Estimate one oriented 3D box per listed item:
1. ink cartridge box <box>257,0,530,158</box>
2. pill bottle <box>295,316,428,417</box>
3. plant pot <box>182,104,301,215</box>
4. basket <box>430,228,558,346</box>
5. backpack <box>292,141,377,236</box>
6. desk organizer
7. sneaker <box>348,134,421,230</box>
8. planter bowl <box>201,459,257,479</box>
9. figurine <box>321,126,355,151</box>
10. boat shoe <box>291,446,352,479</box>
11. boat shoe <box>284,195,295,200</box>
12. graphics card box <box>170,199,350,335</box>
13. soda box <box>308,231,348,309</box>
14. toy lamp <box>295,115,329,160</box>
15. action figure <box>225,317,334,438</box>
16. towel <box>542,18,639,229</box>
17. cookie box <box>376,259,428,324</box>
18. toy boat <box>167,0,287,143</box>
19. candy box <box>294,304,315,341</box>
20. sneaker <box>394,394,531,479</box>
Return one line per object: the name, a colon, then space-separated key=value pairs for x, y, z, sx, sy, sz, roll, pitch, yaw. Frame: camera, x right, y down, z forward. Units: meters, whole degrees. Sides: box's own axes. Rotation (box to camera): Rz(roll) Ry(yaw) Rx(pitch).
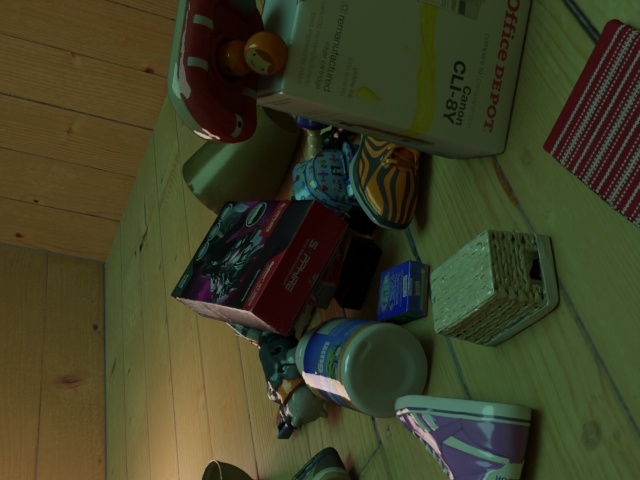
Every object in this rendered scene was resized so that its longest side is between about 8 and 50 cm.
ink cartridge box: x=0.110 y=-0.303 z=1.491 sx=0.160 sy=0.384 sz=0.279 roll=6 pitch=85 yaw=65
pill bottle: x=0.055 y=0.208 z=1.663 sx=0.272 sy=0.152 sz=0.152 roll=176 pitch=105 yaw=-67
plant pot: x=-0.168 y=-0.205 z=2.369 sx=0.254 sy=0.237 sz=0.237 roll=-50 pitch=32 yaw=23
basket: x=0.236 y=0.065 z=1.363 sx=0.167 sy=0.103 sz=0.113 roll=135 pitch=140 yaw=-52
backpack: x=0.040 y=-0.107 z=1.836 sx=0.117 sy=0.173 sz=0.158 roll=128 pitch=147 yaw=-48
desk organizer: x=0.069 y=0.063 z=1.848 sx=0.050 sy=0.047 sz=0.130 roll=51 pitch=126 yaw=60
sneaker: x=0.139 y=-0.185 z=1.701 sx=0.180 sy=0.124 sz=0.321 roll=130 pitch=145 yaw=-51
planter bowl: x=-0.193 y=0.567 z=2.139 sx=0.162 sy=0.109 sz=0.162 roll=-168 pitch=90 yaw=-69
figurine: x=0.041 y=-0.292 z=2.058 sx=0.209 sy=0.092 sz=0.215 roll=124 pitch=151 yaw=-51
boat shoe: x=-0.032 y=0.491 z=1.808 sx=0.285 sy=0.102 sz=0.092 roll=-58 pitch=24 yaw=32
boat shoe: x=-0.094 y=-0.040 z=2.270 sx=0.207 sy=0.073 sz=0.073 roll=-31 pitch=48 yaw=52
graphics card box: x=-0.122 y=0.041 z=1.817 sx=0.371 sy=0.094 sz=0.233 roll=3 pitch=61 yaw=61
soda box: x=0.000 y=0.000 z=1.901 sx=0.083 sy=0.092 sz=0.263 roll=118 pitch=168 yaw=-46
toy lamp: x=-0.008 y=-0.177 z=1.993 sx=0.080 sy=0.080 sz=0.275 roll=-111 pitch=14 yaw=-54
action figure: x=-0.093 y=0.251 z=1.939 sx=0.330 sy=0.178 sz=0.341 roll=53 pitch=132 yaw=42
towel: x=0.387 y=-0.145 z=1.206 sx=0.199 sy=0.031 sz=0.275 roll=-67 pitch=26 yaw=21
cookie box: x=0.140 y=0.091 z=1.667 sx=0.107 sy=0.040 sz=0.092 roll=151 pitch=128 yaw=-62
toy boat: x=-0.113 y=-0.249 z=1.351 sx=0.151 sy=0.151 sz=0.231 roll=-3 pitch=76 yaw=34
candy box: x=-0.078 y=0.100 z=2.150 sx=0.233 sy=0.071 sz=0.159 roll=-116 pitch=42 yaw=-55
sneaker: x=0.183 y=0.301 z=1.380 sx=0.282 sy=0.102 sz=0.161 roll=169 pitch=109 yaw=-66
